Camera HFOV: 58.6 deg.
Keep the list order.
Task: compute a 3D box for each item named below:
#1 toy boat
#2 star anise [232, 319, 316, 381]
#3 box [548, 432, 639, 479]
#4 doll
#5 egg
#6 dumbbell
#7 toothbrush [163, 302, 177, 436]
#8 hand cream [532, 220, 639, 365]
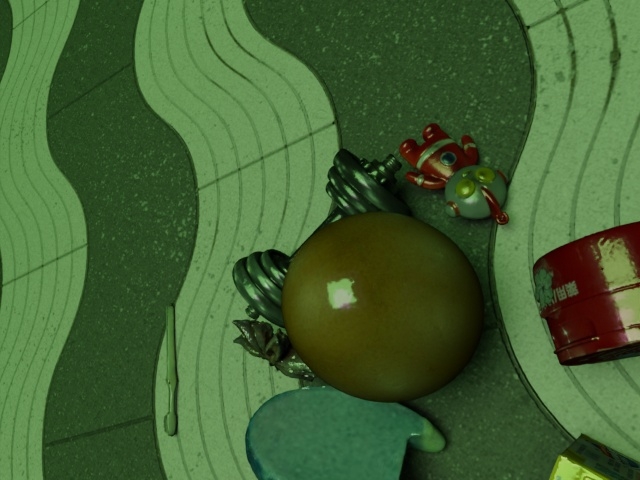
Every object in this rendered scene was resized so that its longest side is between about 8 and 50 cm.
[{"bbox_3d":[0.033,0.359,0.940,0.330,0.123,0.215,5,44,17],"label":"toy boat"},{"bbox_3d":[-0.081,0.195,1.045,0.182,0.195,0.065,30,71,3],"label":"star anise"},{"bbox_3d":[0.326,0.343,0.694,0.097,0.265,0.168,20,87,32],"label":"box"},{"bbox_3d":[0.239,-0.110,0.992,0.142,0.076,0.245,-33,54,-4],"label":"doll"},{"bbox_3d":[0.093,0.098,0.857,0.283,0.351,0.282,-11,72,37],"label":"egg"},{"bbox_3d":[0.000,0.000,1.052,0.406,0.179,0.179,-47,57,13],"label":"dumbbell"},{"bbox_3d":[-0.335,0.284,1.276,0.028,0.026,0.294,-20,66,43],"label":"toothbrush"},{"bbox_3d":[0.406,0.072,0.748,0.230,0.230,0.149,-17,68,28],"label":"hand cream"}]
